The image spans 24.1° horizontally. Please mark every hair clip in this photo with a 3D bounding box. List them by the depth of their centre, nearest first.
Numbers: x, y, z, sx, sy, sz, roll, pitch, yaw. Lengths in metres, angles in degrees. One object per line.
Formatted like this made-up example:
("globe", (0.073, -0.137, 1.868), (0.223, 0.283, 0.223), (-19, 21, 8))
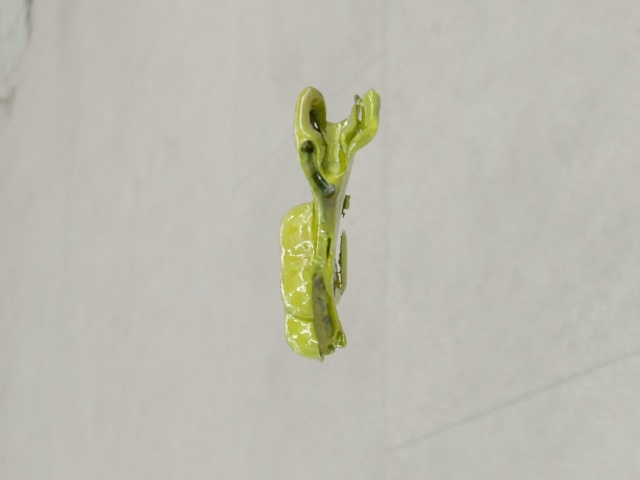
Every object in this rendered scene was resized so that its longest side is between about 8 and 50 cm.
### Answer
("hair clip", (0.000, 0.000, 0.816), (0.072, 0.046, 0.173), (-85, 1, -47))
